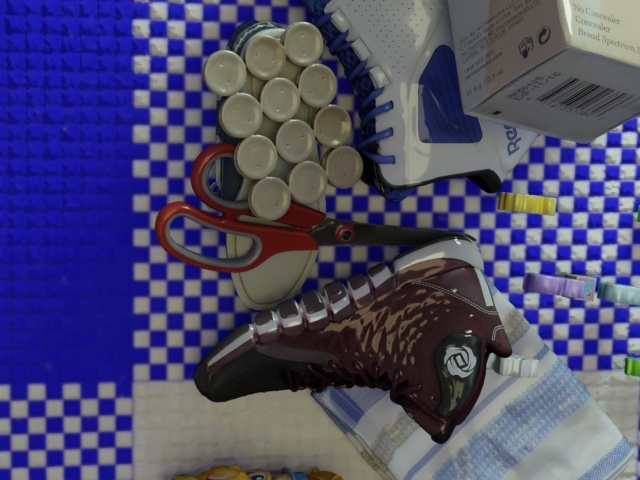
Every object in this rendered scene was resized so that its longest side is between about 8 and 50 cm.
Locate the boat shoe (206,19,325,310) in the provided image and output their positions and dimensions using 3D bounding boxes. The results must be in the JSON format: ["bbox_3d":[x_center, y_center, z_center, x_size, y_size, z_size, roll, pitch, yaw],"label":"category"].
[{"bbox_3d":[-0.054,-0.065,1.032,0.095,0.079,0.254,-12,113,-22],"label":"boat shoe"}]

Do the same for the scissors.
[{"bbox_3d":[0.000,0.000,1.025,0.297,0.021,0.109,18,99,-28],"label":"scissors"}]

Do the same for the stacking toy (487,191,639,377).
[{"bbox_3d":[0.256,0.046,1.098,0.221,0.052,0.167,5,93,-21],"label":"stacking toy"}]

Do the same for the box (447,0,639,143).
[{"bbox_3d":[0.185,-0.251,0.954,0.148,0.121,0.311,7,66,-33],"label":"box"}]

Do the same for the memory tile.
[{"bbox_3d":[-0.029,-0.099,0.967,0.113,0.012,0.148,-26,107,-22],"label":"memory tile"}]

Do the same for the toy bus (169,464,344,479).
[{"bbox_3d":[-0.015,0.280,1.056,0.211,0.149,0.220,-28,98,-19],"label":"toy bus"}]

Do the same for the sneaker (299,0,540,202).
[{"bbox_3d":[0.066,-0.138,1.024,0.315,0.127,0.182,33,88,-13],"label":"sneaker"}]

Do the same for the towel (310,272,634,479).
[{"bbox_3d":[0.150,0.176,1.121,0.209,0.034,0.285,-42,101,-4],"label":"towel"}]

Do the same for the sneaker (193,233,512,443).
[{"bbox_3d":[0.039,0.118,1.024,0.281,0.106,0.162,-25,74,1],"label":"sneaker"}]
